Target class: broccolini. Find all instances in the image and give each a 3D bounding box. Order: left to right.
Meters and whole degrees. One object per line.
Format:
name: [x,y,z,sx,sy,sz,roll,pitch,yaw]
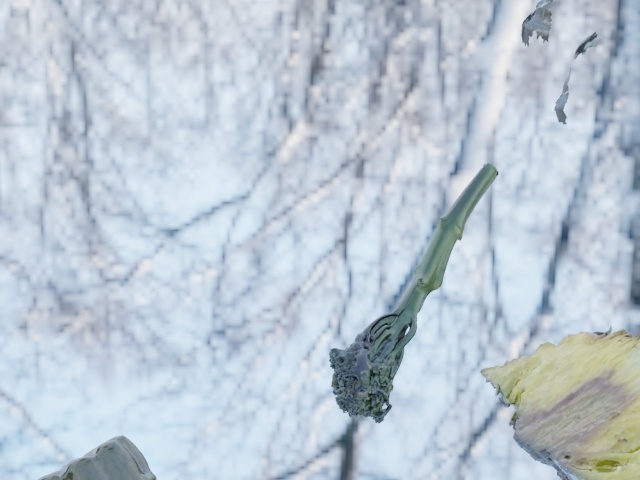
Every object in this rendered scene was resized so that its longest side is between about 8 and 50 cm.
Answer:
broccolini: [0.065,0.028,1.071,0.042,0.044,0.218,14,-135,27]

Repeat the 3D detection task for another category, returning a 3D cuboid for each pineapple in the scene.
pineapple: [0.233,0.127,1.173,0.164,0.140,0.250,-43,-157,-10]

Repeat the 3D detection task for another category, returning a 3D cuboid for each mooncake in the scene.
mooncake: [0.009,0.009,0.784,0.347,0.057,0.150,-46,-171,-23]
